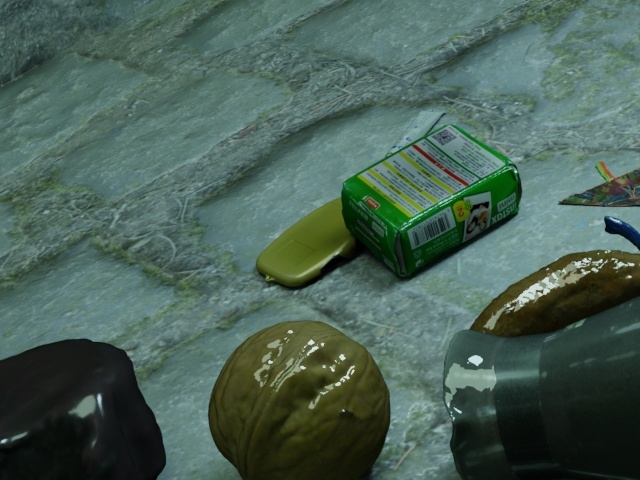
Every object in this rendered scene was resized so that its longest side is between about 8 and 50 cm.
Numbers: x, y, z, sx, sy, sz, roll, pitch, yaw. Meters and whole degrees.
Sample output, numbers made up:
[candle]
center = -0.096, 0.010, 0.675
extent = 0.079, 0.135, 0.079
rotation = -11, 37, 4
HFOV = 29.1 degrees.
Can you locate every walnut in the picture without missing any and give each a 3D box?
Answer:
[walnut]
center = -0.027, 0.211, 1.527
extent = 0.228, 0.228, 0.228
rotation = -14, 30, 9

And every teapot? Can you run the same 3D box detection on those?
[teapot]
center = 0.338, 0.170, 1.375
extent = 0.344, 0.253, 0.300
rotation = -9, -2, 26

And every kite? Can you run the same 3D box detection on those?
[kite]
center = 0.463, -0.089, 1.921
extent = 0.190, 0.010, 0.159
rotation = -23, 30, -8

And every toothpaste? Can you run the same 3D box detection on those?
[toothpaste]
center = 0.166, -0.188, 2.234
extent = 0.052, 0.033, 0.218
rotation = 4, 35, 29

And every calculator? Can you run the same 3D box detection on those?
[calculator]
center = 0.000, 0.000, 2.021
extent = 0.236, 0.033, 0.157
rotation = -36, 35, -24

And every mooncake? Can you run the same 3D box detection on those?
[mooncake]
center = -0.390, 0.284, 1.606
extent = 0.381, 0.212, 0.350
rotation = -17, 25, 9

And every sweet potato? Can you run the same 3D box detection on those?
[sweet potato]
center = 0.336, 0.075, 1.655
extent = 0.341, 0.092, 0.114
rotation = -22, 55, -3

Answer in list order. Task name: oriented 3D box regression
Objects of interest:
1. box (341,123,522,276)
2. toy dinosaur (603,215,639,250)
[box]
center = 0.173, -0.067, 1.936
extent = 0.250, 0.103, 0.180
rotation = -29, 45, -20
[toy dinosaur]
center = 0.476, 0.053, 1.511
extent = 0.248, 0.188, 0.075
rotation = 11, 49, 39
